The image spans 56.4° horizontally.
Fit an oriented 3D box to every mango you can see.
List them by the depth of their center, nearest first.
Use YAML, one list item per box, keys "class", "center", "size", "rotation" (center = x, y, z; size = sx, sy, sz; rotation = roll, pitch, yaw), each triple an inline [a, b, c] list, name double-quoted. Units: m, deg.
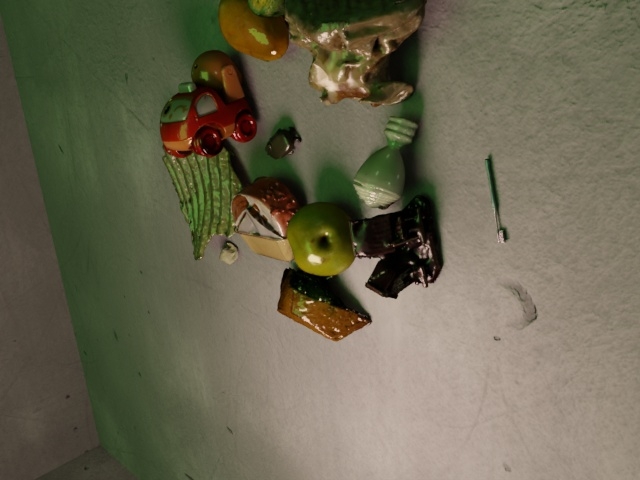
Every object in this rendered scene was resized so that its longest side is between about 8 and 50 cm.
- class: "mango"
  center: [-0.158, -0.508, 1.417]
  size: [0.147, 0.109, 0.227]
  rotation: [-45, 70, 21]

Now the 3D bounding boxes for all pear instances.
- class: "pear"
  center: [0.000, 0.000, 1.434]
  size: [0.180, 0.166, 0.216]
  rotation: [56, 169, -2]

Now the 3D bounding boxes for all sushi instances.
- class: "sushi"
  center: [-0.016, 0.151, 1.524]
  size: [0.287, 0.140, 0.149]
  rotation: [20, 157, 41]

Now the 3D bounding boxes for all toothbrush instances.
- class: "toothbrush"
  center: [0.333, -0.075, 1.140]
  size: [0.014, 0.011, 0.167]
  rotation: [-3, 104, 43]

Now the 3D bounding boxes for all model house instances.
- class: "model house"
  center: [0.155, 0.025, 1.261]
  size: [0.141, 0.164, 0.203]
  rotation: [-6, 103, 53]

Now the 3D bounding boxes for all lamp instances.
- class: "lamp"
  center: [0.137, -0.158, 1.225]
  size: [0.106, 0.106, 0.193]
  rotation: [25, 96, 39]

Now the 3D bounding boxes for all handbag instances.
- class: "handbag"
  center: [-0.102, -0.242, 1.510]
  size: [0.111, 0.047, 0.072]
  rotation: [-31, 88, 49]

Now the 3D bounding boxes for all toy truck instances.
- class: "toy truck"
  center: [-0.300, -0.349, 1.530]
  size: [0.189, 0.265, 0.239]
  rotation: [7, 122, 44]

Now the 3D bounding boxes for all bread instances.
- class: "bread"
  center: [-0.132, -0.060, 1.562]
  size: [0.224, 0.142, 0.212]
  rotation: [12, 129, 44]

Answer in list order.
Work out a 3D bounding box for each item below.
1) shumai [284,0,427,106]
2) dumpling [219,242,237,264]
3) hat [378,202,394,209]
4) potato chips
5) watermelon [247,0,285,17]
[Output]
- class: "shumai"
  center: [0.079, -0.392, 1.176]
  size: [0.314, 0.267, 0.262]
  rotation: [57, 170, 42]
- class: "dumpling"
  center: [-0.280, 0.041, 1.832]
  size: [0.052, 0.057, 0.076]
  rotation: [30, 164, -10]
- class: "hat"
  center: [0.125, -0.121, 1.315]
  size: [0.121, 0.050, 0.121]
  rotation: [23, 125, 38]
- class: "potato chips"
  center: [-0.366, -0.149, 1.784]
  size: [0.373, 0.097, 0.389]
  rotation: [-36, 73, 48]
- class: "watermelon"
  center: [-0.077, -0.579, 1.278]
  size: [0.232, 0.127, 0.204]
  rotation: [171, 99, -66]
